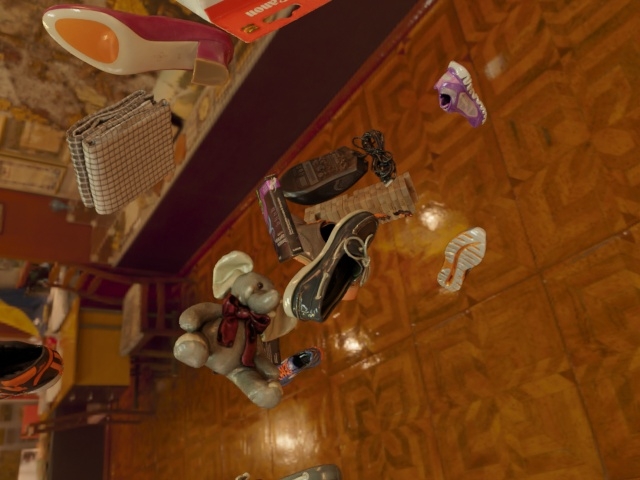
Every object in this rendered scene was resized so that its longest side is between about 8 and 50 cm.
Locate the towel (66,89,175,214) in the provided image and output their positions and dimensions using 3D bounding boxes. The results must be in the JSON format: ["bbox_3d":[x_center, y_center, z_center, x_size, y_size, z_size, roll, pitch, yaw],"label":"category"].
[{"bbox_3d":[-0.512,-0.235,1.524,0.121,0.284,0.235,25,137,18],"label":"towel"}]

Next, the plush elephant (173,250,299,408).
[{"bbox_3d":[-0.174,0.183,1.354,0.256,0.271,0.330,-55,19,-6],"label":"plush elephant"}]

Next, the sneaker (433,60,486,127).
[{"bbox_3d":[0.397,-0.402,1.694,0.104,0.236,0.095,-42,44,3],"label":"sneaker"}]

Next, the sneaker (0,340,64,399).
[{"bbox_3d":[-0.695,0.273,1.169,0.125,0.320,0.180,62,161,19],"label":"sneaker"}]

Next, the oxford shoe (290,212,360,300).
[{"bbox_3d":[0.000,0.000,1.429,0.363,0.129,0.133,42,121,48],"label":"oxford shoe"}]

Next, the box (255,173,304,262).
[{"bbox_3d":[-0.084,-0.040,1.170,0.162,0.029,0.116,69,161,4],"label":"box"}]

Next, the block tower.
[{"bbox_3d":[0.109,-0.084,1.665,0.335,0.091,0.097,-20,27,12],"label":"block tower"}]

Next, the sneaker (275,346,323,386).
[{"bbox_3d":[-0.099,0.423,1.986,0.221,0.087,0.083,-34,70,4],"label":"sneaker"}]

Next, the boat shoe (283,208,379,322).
[{"bbox_3d":[0.038,0.038,0.970,0.079,0.254,0.095,12,130,34],"label":"boat shoe"}]

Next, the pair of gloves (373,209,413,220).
[{"bbox_3d":[0.146,-0.053,1.210,0.074,0.083,0.010,-131,34,-78],"label":"pair of gloves"}]

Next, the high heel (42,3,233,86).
[{"bbox_3d":[-0.237,-0.283,0.798,0.117,0.243,0.082,-98,22,-44],"label":"high heel"}]

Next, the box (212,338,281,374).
[{"bbox_3d":[-0.215,0.261,1.641,0.261,0.184,0.103,-122,29,-73],"label":"box"}]

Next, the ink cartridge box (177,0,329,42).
[{"bbox_3d":[-0.198,-0.656,1.451,0.385,0.308,0.091,38,149,25],"label":"ink cartridge box"}]

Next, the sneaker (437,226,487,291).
[{"bbox_3d":[0.344,0.032,1.410,0.084,0.083,0.215,35,144,12],"label":"sneaker"}]

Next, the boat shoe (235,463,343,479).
[{"bbox_3d":[-0.081,0.380,0.829,0.319,0.116,0.099,-27,53,39],"label":"boat shoe"}]

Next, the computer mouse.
[{"bbox_3d":[0.035,-0.143,1.338,0.189,0.272,0.072,-104,-7,-48],"label":"computer mouse"}]
